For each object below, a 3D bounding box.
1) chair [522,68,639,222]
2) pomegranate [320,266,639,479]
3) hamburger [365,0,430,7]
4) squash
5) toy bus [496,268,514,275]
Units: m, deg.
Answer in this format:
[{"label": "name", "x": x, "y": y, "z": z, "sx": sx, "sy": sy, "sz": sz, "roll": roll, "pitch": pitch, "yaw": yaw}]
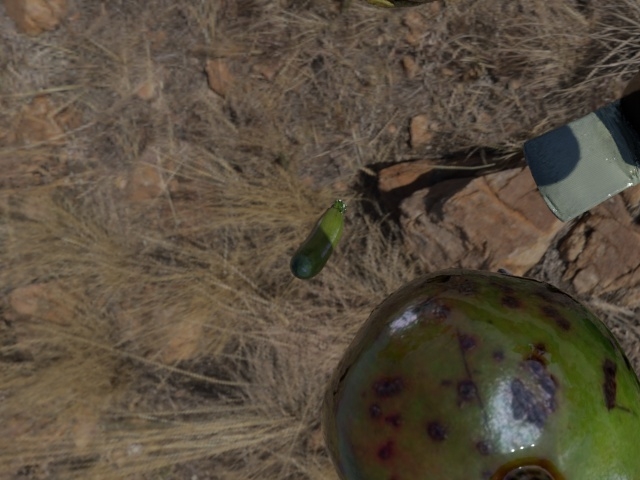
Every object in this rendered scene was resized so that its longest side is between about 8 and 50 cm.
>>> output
[{"label": "chair", "x": 0.489, "y": -0.166, "z": 1.090, "sx": 0.319, "sy": 0.186, "sz": 0.160, "roll": -25, "pitch": 85, "yaw": 5}, {"label": "pomegranate", "x": 0.103, "y": 0.110, "z": 0.467, "sx": 0.202, "sy": 0.248, "sz": 0.202, "roll": 0, "pitch": 95, "yaw": -1}, {"label": "hamburger", "x": 0.134, "y": -0.433, "z": 1.049, "sx": 0.211, "sy": 0.309, "sz": 0.132, "roll": 63, "pitch": 147, "yaw": 12}, {"label": "squash", "x": 0.000, "y": 0.000, "z": 1.096, "sx": 0.052, "sy": 0.183, "sz": 0.052, "roll": 11, "pitch": 128, "yaw": 15}, {"label": "toy bus", "x": 0.443, "y": 0.159, "z": 1.640, "sx": 0.136, "sy": 0.209, "sz": 0.126, "roll": 30, "pitch": 102, "yaw": -6}]
